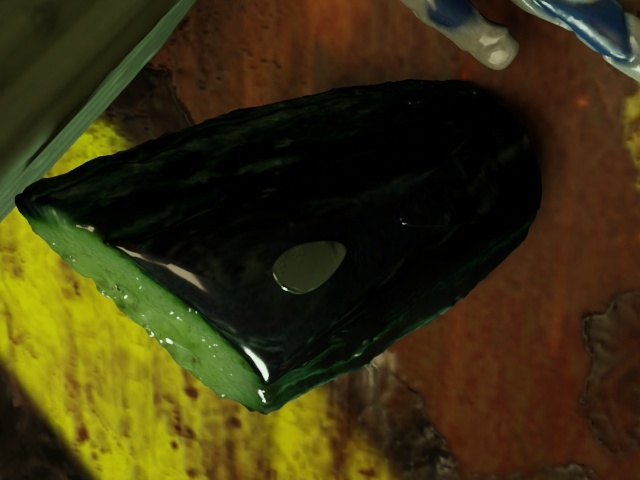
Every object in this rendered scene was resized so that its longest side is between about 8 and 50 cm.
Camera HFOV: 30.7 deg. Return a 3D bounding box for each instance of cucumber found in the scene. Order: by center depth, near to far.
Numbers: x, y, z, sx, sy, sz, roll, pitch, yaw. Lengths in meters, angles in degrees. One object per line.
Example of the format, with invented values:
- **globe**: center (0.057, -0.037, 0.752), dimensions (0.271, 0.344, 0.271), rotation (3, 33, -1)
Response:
- **cucumber**: center (0.000, 0.000, 0.444), dimensions (0.086, 0.193, 0.115), rotation (-8, 103, 59)

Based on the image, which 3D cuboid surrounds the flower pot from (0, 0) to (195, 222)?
- **flower pot**: center (-0.170, -0.117, 0.449), dimensions (0.209, 0.189, 0.239), rotation (41, 148, -10)

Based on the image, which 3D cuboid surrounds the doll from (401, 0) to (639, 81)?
- **doll**: center (0.050, -0.121, 0.419), dimensions (0.227, 0.057, 0.114), rotation (21, 125, 2)
